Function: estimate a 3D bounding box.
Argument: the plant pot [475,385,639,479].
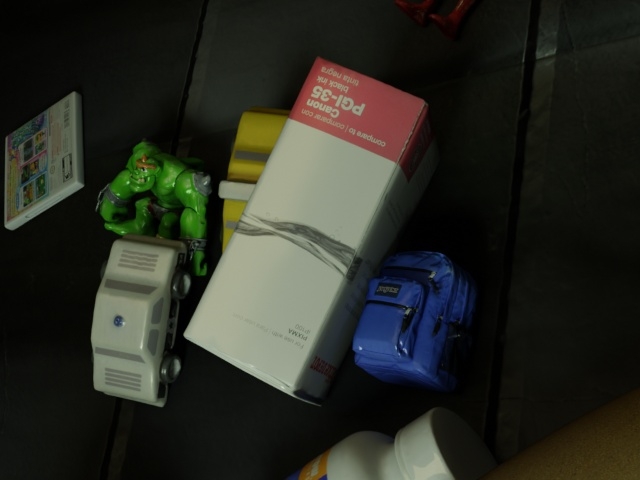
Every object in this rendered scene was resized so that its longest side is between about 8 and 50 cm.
[{"bbox_3d":[0.236,0.210,0.896,0.254,0.237,0.237,-42,45,-5],"label":"plant pot"}]

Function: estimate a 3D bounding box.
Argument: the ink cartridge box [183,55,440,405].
[{"bbox_3d":[0.000,0.000,1.180,0.117,0.207,0.283,25,84,11],"label":"ink cartridge box"}]

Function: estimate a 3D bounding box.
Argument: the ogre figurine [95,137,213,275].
[{"bbox_3d":[-0.188,-0.046,1.469,0.197,0.097,0.118,41,115,60],"label":"ogre figurine"}]

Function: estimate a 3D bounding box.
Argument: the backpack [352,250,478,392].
[{"bbox_3d":[0.090,0.068,1.160,0.098,0.101,0.120,8,70,36],"label":"backpack"}]

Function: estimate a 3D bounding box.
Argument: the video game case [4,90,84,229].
[{"bbox_3d":[-0.378,-0.109,1.714,0.143,0.019,0.157,-28,53,28],"label":"video game case"}]

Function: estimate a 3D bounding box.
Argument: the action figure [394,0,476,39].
[{"bbox_3d":[0.166,-0.364,1.301,0.091,0.139,0.280,34,90,44],"label":"action figure"}]

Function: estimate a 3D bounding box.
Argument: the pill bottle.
[{"bbox_3d":[0.023,0.259,1.077,0.272,0.152,0.152,-38,48,20],"label":"pill bottle"}]

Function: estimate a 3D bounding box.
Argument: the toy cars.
[{"bbox_3d":[-0.135,0.019,1.345,0.394,0.087,0.176,-43,74,15],"label":"toy cars"}]
